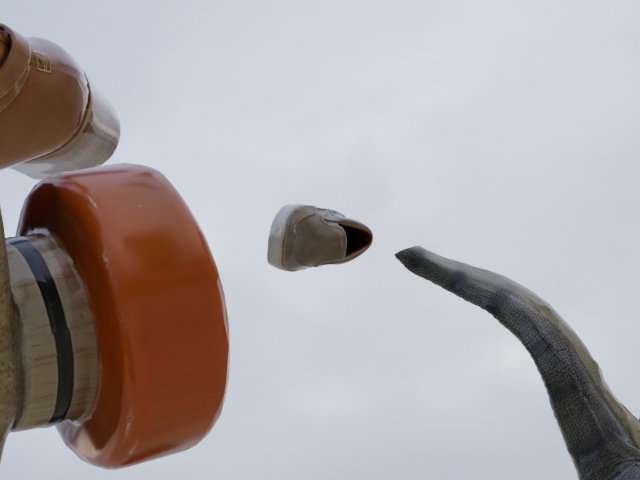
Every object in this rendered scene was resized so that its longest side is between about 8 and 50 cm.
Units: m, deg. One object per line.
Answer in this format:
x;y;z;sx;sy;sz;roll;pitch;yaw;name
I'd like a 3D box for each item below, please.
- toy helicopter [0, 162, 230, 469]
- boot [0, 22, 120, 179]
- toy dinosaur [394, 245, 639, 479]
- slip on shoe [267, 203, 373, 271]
-0.158;-0.087;0.487;0.140;0.355;0.235;-12;7;-29;toy helicopter
-0.286;-0.067;1.057;0.283;0.109;0.220;-10;-15;14;boot
0.139;0.102;0.652;0.118;0.268;0.064;-16;-19;-33;toy dinosaur
0.000;0.000;1.276;0.041;0.051;0.135;9;2;21;slip on shoe
